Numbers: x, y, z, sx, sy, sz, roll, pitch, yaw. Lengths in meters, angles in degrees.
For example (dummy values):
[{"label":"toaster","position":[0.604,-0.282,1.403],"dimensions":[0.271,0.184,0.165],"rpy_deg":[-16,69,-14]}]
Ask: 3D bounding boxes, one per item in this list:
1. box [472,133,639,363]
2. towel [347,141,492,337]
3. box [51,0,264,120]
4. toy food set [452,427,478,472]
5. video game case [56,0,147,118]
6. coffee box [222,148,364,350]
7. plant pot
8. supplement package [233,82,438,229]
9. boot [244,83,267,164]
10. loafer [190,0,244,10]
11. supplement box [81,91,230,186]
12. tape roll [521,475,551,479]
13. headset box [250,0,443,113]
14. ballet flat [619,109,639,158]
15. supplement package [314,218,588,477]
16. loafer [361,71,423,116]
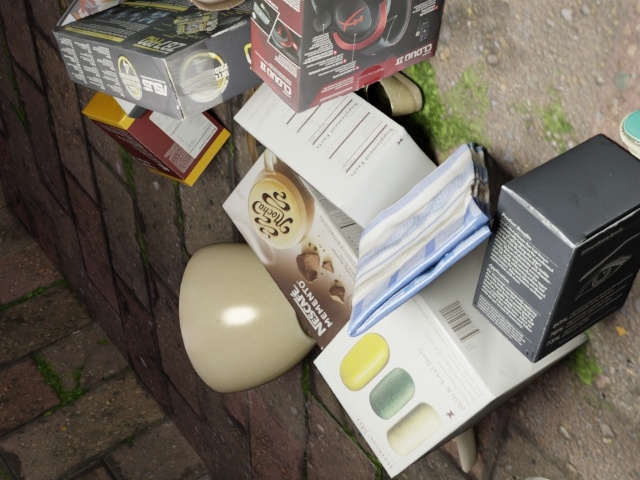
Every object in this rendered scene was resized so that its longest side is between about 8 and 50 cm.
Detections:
[{"label":"box","position":[0.271,0.011,1.085],"dimensions":[0.108,0.153,0.207],"rpy_deg":[46,149,32]},{"label":"towel","position":[0.114,-0.011,1.159],"dimensions":[0.034,0.209,0.285],"rpy_deg":[46,-161,-11]},{"label":"box","position":[-0.161,-0.300,1.393],"dimensions":[0.395,0.318,0.097],"rpy_deg":[23,135,52]},{"label":"toy food set","position":[0.131,0.236,1.631],"dimensions":[0.306,0.092,0.220],"rpy_deg":[23,134,53]},{"label":"video game case","position":[-0.314,-0.395,1.712],"dimensions":[0.275,0.035,0.248],"rpy_deg":[-47,69,21]},{"label":"coffee box","position":[0.000,0.000,1.556],"dimensions":[0.297,0.119,0.168],"rpy_deg":[55,129,15]},{"label":"plant pot","position":[-0.100,0.130,1.811],"dimensions":[0.191,0.284,0.284],"rpy_deg":[-11,109,27]},{"label":"supplement package","position":[0.021,-0.134,1.370],"dimensions":[0.244,0.134,0.139],"rpy_deg":[42,-177,37]},{"label":"boot","position":[-0.080,-0.226,1.573],"dimensions":[0.115,0.112,0.305],"rpy_deg":[64,159,21]},{"label":"loafer","position":[-0.133,-0.432,1.354],"dimensions":[0.130,0.134,0.366],"rpy_deg":[74,-172,-52]},{"label":"supplement box","position":[-0.314,-0.224,1.880],"dimensions":[0.194,0.129,0.191],"rpy_deg":[43,167,-34]},{"label":"tape roll","position":[0.315,0.498,1.457],"dimensions":[0.246,0.169,0.246],"rpy_deg":[43,148,36]},{"label":"headset box","position":[0.035,-0.298,1.145],"dimensions":[0.110,0.218,0.293],"rpy_deg":[47,151,32]},{"label":"ballet flat","position":[0.365,-0.074,0.961],"dimensions":[0.168,0.057,0.052],"rpy_deg":[47,178,36]},{"label":"supplement package","position":[0.164,0.146,1.305],"dimensions":[0.199,0.198,0.263],"rpy_deg":[55,141,16]},{"label":"loafer","position":[0.077,-0.215,1.341],"dimensions":[0.148,0.050,0.056],"rpy_deg":[38,145,40]}]
